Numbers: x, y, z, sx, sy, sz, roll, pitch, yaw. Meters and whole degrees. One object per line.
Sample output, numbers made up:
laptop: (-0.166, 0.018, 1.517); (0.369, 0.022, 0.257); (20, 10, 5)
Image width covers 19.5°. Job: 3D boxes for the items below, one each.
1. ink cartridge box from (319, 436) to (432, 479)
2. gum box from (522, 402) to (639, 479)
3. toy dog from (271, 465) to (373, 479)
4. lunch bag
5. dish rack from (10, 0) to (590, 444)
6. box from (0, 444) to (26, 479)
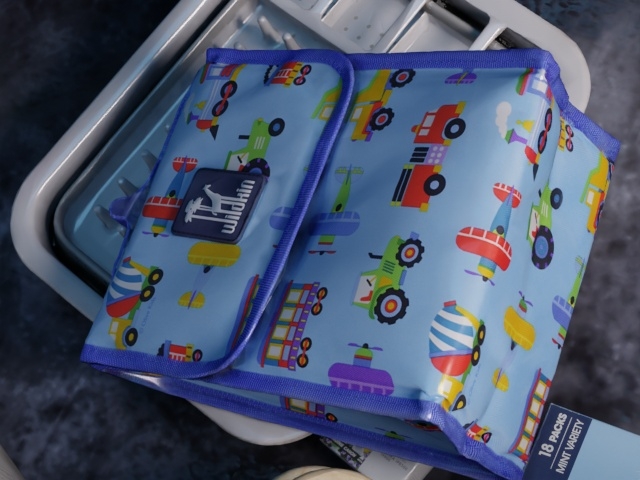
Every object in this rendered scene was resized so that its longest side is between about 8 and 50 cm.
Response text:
ink cartridge box: (0.061, 0.103, 1.171); (0.063, 0.029, 0.115); (37, 82, 26)
gum box: (0.190, 0.197, 1.067); (0.184, 0.041, 0.157); (20, 67, 16)
toy dog: (-0.005, 0.277, 1.020); (0.161, 0.220, 0.334); (-17, 60, -7)
lunch bag: (0.000, 0.000, 1.119); (0.293, 0.138, 0.221); (9, 72, 32)
dish rack: (-0.012, -0.047, 1.232); (0.285, 0.072, 0.333); (37, 81, 25)
box: (-0.361, 0.121, 1.205); (0.215, 0.168, 0.345); (-40, 64, -3)
